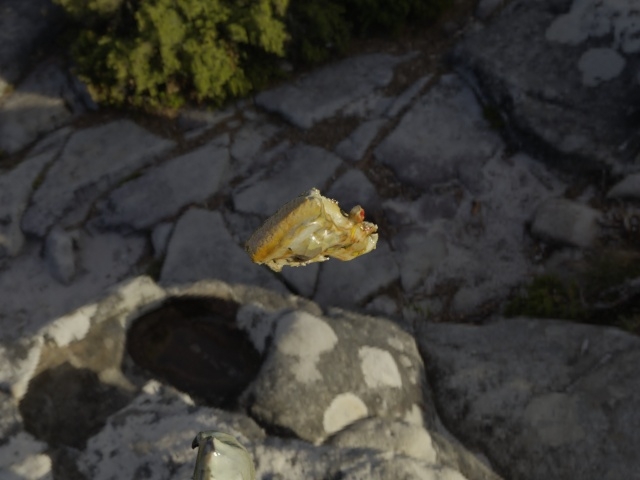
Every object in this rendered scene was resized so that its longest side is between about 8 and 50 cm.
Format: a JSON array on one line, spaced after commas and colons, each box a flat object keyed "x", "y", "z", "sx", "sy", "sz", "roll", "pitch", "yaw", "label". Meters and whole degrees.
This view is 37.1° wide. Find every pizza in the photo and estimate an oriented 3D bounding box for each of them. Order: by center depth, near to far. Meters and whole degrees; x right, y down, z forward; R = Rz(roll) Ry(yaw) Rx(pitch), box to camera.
[{"x": 0.000, "y": 0.000, "z": 1.583, "sx": 0.189, "sy": 0.297, "sz": 0.071, "roll": -35, "pitch": 69, "yaw": 18, "label": "pizza"}]

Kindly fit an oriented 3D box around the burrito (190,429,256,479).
[{"x": -0.112, "y": 0.341, "z": 0.890, "sx": 0.135, "sy": 0.331, "sz": 0.190, "roll": 22, "pitch": 26, "yaw": -1, "label": "burrito"}]
